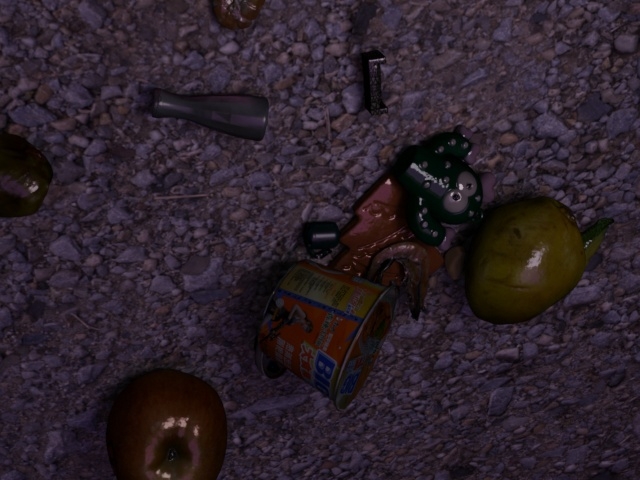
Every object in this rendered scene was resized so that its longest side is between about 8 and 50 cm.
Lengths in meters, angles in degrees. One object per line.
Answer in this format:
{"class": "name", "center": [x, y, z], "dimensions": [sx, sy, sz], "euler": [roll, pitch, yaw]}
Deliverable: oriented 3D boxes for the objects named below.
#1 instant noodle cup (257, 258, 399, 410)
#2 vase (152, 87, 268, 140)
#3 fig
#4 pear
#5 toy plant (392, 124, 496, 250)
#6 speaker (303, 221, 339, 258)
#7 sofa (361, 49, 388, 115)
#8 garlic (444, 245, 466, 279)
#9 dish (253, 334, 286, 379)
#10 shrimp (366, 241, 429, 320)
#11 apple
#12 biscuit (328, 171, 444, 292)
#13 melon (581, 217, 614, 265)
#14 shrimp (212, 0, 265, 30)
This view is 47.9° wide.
{"class": "instant noodle cup", "center": [0.011, 0.185, 1.537], "dimensions": [0.214, 0.296, 0.296], "euler": [24, 115, 17]}
{"class": "vase", "center": [-0.211, -0.247, 1.378], "dimensions": [0.214, 0.086, 0.086], "euler": [7, 116, -14]}
{"class": "fig", "center": [-0.573, -0.111, 1.304], "dimensions": [0.166, 0.144, 0.154], "euler": [-22, 96, -12]}
{"class": "pear", "center": [0.453, 0.049, 1.623], "dimensions": [0.269, 0.269, 0.321], "euler": [13, 126, -22]}
{"class": "toy plant", "center": [0.272, -0.113, 1.559], "dimensions": [0.233, 0.112, 0.243], "euler": [-34, 109, -12]}
{"class": "speaker", "center": [-0.001, -0.003, 1.588], "dimensions": [0.076, 0.060, 0.094], "euler": [-2, 153, -15]}
{"class": "sofa", "center": [0.109, -0.315, 1.439], "dimensions": [0.039, 0.060, 0.117], "euler": [-10, 120, -6]}
{"class": "garlic", "center": [0.317, 0.045, 1.696], "dimensions": [0.041, 0.053, 0.083], "euler": [-2, 127, -17]}
{"class": "dish", "center": [-0.124, 0.244, 1.670], "dimensions": [0.141, 0.078, 0.141], "euler": [-29, 125, -53]}
{"class": "shrimp", "center": [0.181, 0.104, 1.646], "dimensions": [0.152, 0.046, 0.219], "euler": [-15, 121, -10]}
{"class": "apple", "center": [-0.341, 0.458, 1.623], "dimensions": [0.278, 0.250, 0.309], "euler": [-20, 119, -4]}
{"class": "biscuit", "center": [0.151, -0.008, 1.626], "dimensions": [0.284, 0.043, 0.306], "euler": [-8, 119, -12]}
{"class": "melon", "center": [0.645, 0.052, 1.797], "dimensions": [0.114, 0.053, 0.261], "euler": [24, 109, -34]}
{"class": "shrimp", "center": [-0.126, -0.464, 1.302], "dimensions": [0.091, 0.043, 0.184], "euler": [35, 105, -25]}
